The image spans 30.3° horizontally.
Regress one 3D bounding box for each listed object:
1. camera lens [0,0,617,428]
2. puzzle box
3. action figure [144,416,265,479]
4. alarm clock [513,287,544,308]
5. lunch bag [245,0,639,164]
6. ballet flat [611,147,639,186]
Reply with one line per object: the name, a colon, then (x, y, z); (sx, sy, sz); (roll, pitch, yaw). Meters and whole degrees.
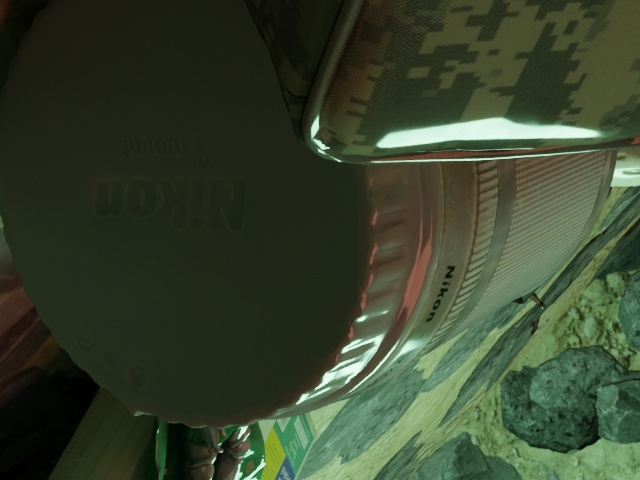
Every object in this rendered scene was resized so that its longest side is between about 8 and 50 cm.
camera lens: (0.009, -0.045, 0.588); (0.274, 0.219, 0.219); (-21, 148, -56)
puzzle box: (-0.103, 0.203, 0.926); (0.409, 0.052, 0.272); (76, 37, -62)
action figure: (-0.065, 0.096, 0.738); (0.137, 0.063, 0.232); (-33, 133, -52)
alarm clock: (0.181, -0.004, 1.256); (0.064, 0.129, 0.192); (-48, 142, -4)
lunch bag: (0.074, -0.210, 0.360); (0.213, 0.256, 0.305); (-8, 146, -23)
ballet flat: (0.369, -0.142, 1.401); (0.342, 0.124, 0.116); (-43, 161, -16)
